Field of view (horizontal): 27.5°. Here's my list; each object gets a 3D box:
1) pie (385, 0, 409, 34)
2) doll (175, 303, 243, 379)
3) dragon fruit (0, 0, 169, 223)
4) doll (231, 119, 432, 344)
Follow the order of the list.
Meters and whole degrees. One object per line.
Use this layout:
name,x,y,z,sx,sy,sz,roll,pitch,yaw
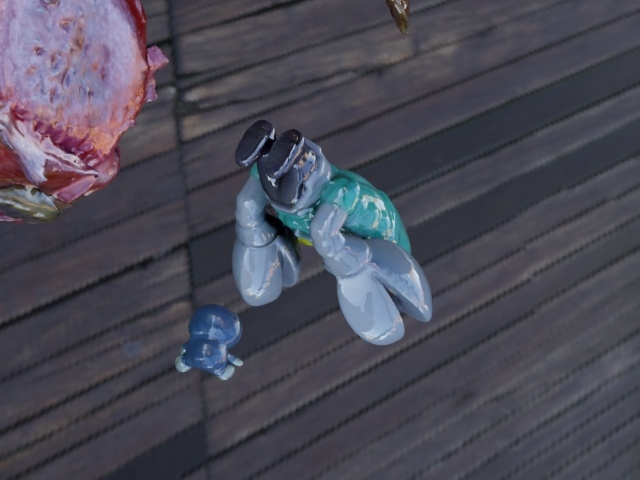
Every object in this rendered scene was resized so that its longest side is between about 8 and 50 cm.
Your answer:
pie,0.054,-0.215,1.027,0.033,0.191,0.088,-14,121,7
doll,-0.122,0.116,1.508,0.050,0.076,0.083,115,-10,-69
dragon fruit,-0.274,-0.141,0.935,0.250,0.291,0.269,29,73,-53
doll,-0.012,-0.004,1.214,0.258,0.195,0.153,39,77,-27
